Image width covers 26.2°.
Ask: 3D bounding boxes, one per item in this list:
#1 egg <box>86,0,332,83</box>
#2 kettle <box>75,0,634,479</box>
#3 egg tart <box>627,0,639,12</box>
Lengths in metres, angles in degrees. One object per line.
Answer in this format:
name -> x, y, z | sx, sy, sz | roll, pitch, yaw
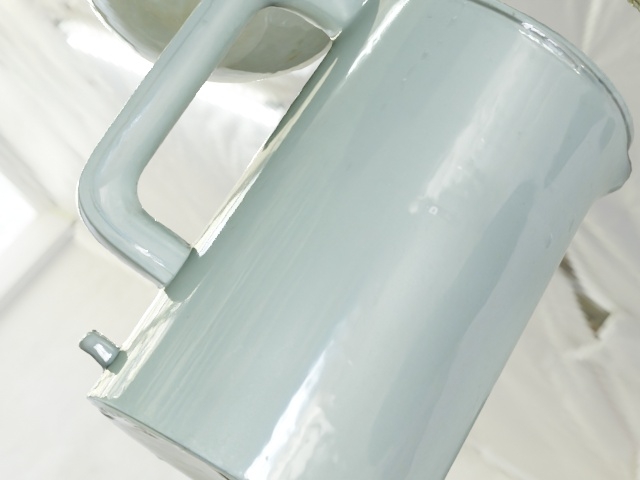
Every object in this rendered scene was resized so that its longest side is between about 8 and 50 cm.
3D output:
egg -> -0.081, -0.276, 1.238 | 0.278, 0.278, 0.336 | 37, 5, 13
kettle -> 0.007, 0.008, 0.840 | 0.265, 0.318, 0.205 | 26, -14, 27
egg tart -> 0.254, -0.193, 0.941 | 0.105, 0.105, 0.039 | 36, 0, 17
